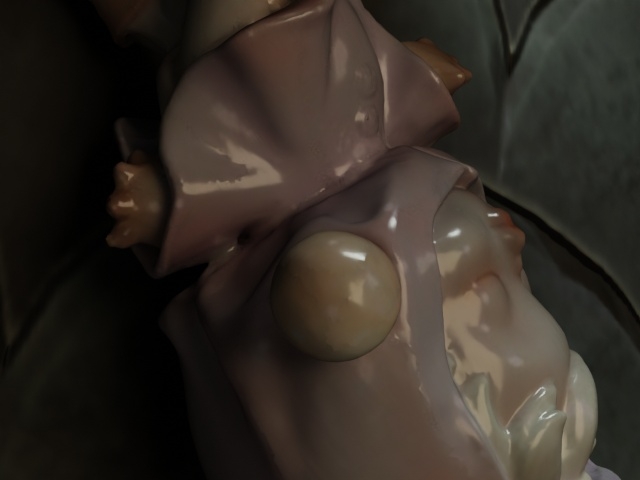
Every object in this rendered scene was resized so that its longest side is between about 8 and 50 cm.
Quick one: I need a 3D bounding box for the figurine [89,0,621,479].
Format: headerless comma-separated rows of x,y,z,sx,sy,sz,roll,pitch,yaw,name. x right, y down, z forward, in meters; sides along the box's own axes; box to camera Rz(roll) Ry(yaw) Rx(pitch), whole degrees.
0.000,0.001,0.547,0.276,0.133,0.200,67,16,2,figurine
